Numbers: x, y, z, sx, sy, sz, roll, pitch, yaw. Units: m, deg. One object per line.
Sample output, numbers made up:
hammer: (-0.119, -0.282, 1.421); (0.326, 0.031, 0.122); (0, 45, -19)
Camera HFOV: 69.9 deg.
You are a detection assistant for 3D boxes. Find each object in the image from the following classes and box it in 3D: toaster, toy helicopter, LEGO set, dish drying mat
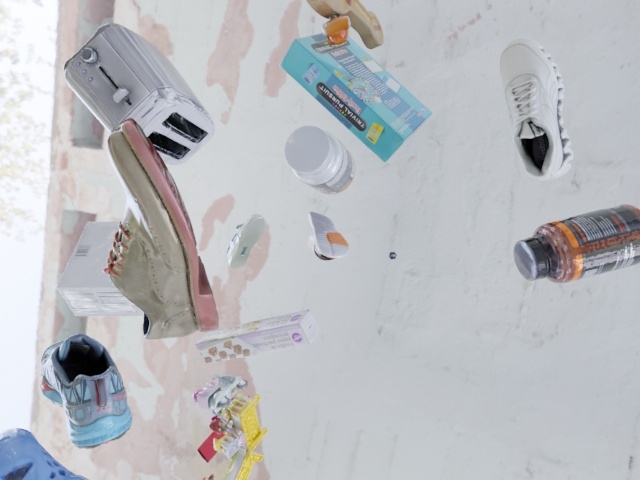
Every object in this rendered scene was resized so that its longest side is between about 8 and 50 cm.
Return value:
toaster: (-0.262, -0.209, 0.709); (0.129, 0.227, 0.146); (-40, -100, 6)
toy helicopter: (0.051, -0.503, 0.982); (0.140, 0.355, 0.235); (-15, -105, 31)
LEGO set: (-0.172, 0.347, 0.765); (0.107, 0.132, 0.287); (14, -77, 30)
dish drying mat: (-0.200, 0.381, 0.861); (0.008, 0.083, 0.032); (-40, -93, 19)

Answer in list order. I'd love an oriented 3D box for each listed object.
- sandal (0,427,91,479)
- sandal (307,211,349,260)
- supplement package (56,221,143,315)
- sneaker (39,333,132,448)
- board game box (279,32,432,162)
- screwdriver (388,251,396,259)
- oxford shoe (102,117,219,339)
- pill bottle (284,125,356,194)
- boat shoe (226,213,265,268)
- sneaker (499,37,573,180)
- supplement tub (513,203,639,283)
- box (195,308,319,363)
sandal: (-0.103, 0.239, 0.315); (0.317, 0.138, 0.126); (47, -43, -5)
sandal: (0.010, 0.002, 1.293); (0.101, 0.265, 0.076); (16, -68, -17)
supplement package: (-0.627, 0.083, 1.392); (0.203, 0.262, 0.145); (0, -44, -1)
sneaker: (-0.353, 0.189, 0.691); (0.261, 0.104, 0.125); (16, -69, 44)
board game box: (0.099, -0.369, 1.133); (0.336, 0.254, 0.079); (43, -51, 1)
screwdriver: (0.197, 0.044, 1.238); (0.024, 0.170, 0.025); (-8, -88, 6)
oxford shoe: (-0.233, 0.014, 0.617); (0.123, 0.130, 0.348); (-127, -156, -51)
pill bottle: (0.003, -0.234, 1.358); (0.162, 0.278, 0.162); (-1, -95, 18)
boat shoe: (-0.252, -0.011, 1.480); (0.081, 0.079, 0.228); (56, -51, 33)
sneaker: (0.421, -0.258, 0.909); (0.110, 0.118, 0.292); (-15, -86, 44)
supplement tub: (0.430, 0.010, 0.760); (0.197, 0.106, 0.106); (-13, -94, -4)
box: (-0.159, 0.235, 1.108); (0.323, 0.067, 0.063); (-16, -73, 29)
